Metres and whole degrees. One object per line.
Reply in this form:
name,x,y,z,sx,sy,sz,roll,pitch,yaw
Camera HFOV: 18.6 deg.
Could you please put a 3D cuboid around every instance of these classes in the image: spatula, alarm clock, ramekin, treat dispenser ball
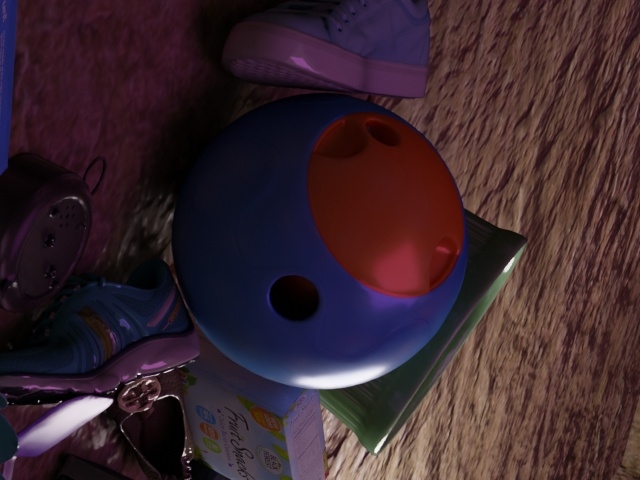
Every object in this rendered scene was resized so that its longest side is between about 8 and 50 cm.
spatula,-0.298,0.240,1.730,0.296,0.030,0.084,-51,159,6
alarm clock,-0.234,-0.014,1.658,0.192,0.064,0.129,-49,154,-43
ramekin,0.092,0.082,2.244,0.303,0.148,0.303,-54,172,-11
treat dispenser ball,0.000,0.000,1.902,0.288,0.288,0.288,-49,154,-35

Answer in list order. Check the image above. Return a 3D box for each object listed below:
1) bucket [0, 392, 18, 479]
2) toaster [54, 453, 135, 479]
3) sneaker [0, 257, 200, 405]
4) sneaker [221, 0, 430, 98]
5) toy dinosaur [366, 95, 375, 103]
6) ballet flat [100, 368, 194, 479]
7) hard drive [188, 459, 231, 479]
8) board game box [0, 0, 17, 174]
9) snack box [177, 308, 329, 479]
bucket,-0.367,0.183,1.391,0.281,0.183,0.281,-50,155,-34
toaster,-0.222,0.314,1.974,0.168,0.110,0.186,-62,158,-5
sneaker,-0.222,0.085,1.778,0.275,0.107,0.110,-19,99,-54
sneaker,0.008,-0.222,1.940,0.366,0.135,0.150,-5,100,-69
toy dinosaur,0.025,-0.103,2.160,0.211,0.064,0.112,-48,152,-38
ballet flat,-0.170,0.190,2.002,0.084,0.058,0.250,-21,150,-8
hard drive,-0.147,0.341,2.245,0.339,0.064,0.237,-58,158,-19
board game box,-0.262,-0.164,1.253,0.233,0.078,0.347,-69,168,-64
snack box,-0.084,0.181,2.062,0.070,0.174,0.207,-53,156,-27
